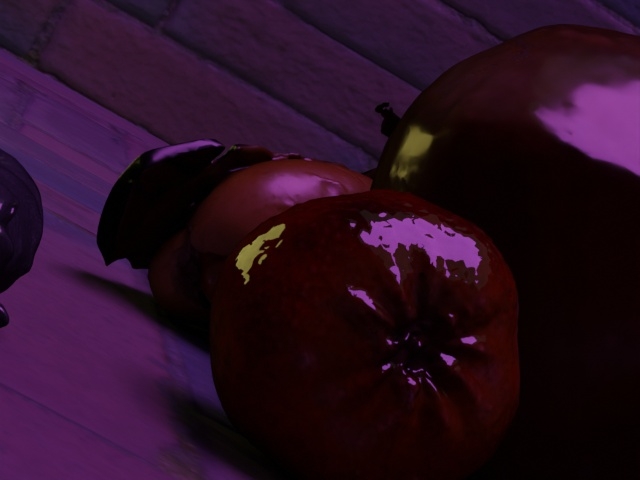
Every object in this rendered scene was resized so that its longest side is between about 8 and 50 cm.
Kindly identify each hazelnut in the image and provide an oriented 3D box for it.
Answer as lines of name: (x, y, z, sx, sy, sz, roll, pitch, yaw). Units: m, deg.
hazelnut: (0.199, 0.023, 1.174, 0.366, 0.366, 0.366, 30, 3, -2)

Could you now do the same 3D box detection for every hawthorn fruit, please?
hawthorn fruit: (0.015, 0.060, 0.956, 0.179, 0.179, 0.200, 29, -17, -24)

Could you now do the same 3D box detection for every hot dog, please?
hot dog: (-0.004, 0.004, 1.255, 0.326, 0.194, 0.107, -11, 58, -34)

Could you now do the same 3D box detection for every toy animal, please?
toy animal: (-0.202, -0.015, 0.806, 0.137, 0.082, 0.269, 29, 3, -10)
